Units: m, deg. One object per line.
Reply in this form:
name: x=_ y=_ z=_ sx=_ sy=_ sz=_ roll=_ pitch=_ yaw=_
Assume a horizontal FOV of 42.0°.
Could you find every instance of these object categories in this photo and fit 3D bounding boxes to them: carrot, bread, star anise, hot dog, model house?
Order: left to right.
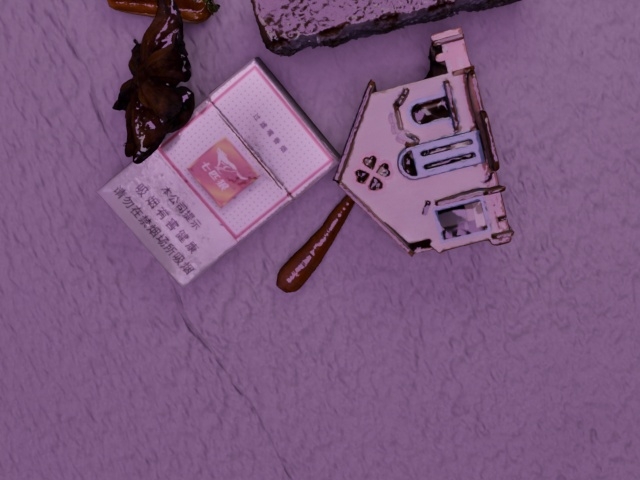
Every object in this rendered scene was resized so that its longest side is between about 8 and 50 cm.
hot dog: x=-0.244 y=-0.379 z=1.288 sx=0.189 sy=0.055 sz=0.072 roll=9 pitch=107 yaw=-1
star anise: x=-0.228 y=-0.229 z=1.230 sx=0.103 sy=0.272 sz=0.271 roll=11 pitch=105 yaw=-29
carrot: x=0.000 y=0.000 z=1.382 sx=0.048 sy=0.048 sz=0.216 roll=37 pitch=97 yaw=-7
bread: x=0.111 y=-0.363 z=1.228 sx=0.417 sy=0.165 sz=0.113 roll=-11 pitch=102 yaw=5
model house: x=0.136 y=-0.131 z=1.264 sx=0.245 sy=0.169 sz=0.325 roll=-13 pitch=95 yaw=7

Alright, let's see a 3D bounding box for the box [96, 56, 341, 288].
box: x=-0.159 y=-0.109 z=1.333 sx=0.330 sy=0.095 sz=0.210 roll=-38 pitch=100 yaw=8
